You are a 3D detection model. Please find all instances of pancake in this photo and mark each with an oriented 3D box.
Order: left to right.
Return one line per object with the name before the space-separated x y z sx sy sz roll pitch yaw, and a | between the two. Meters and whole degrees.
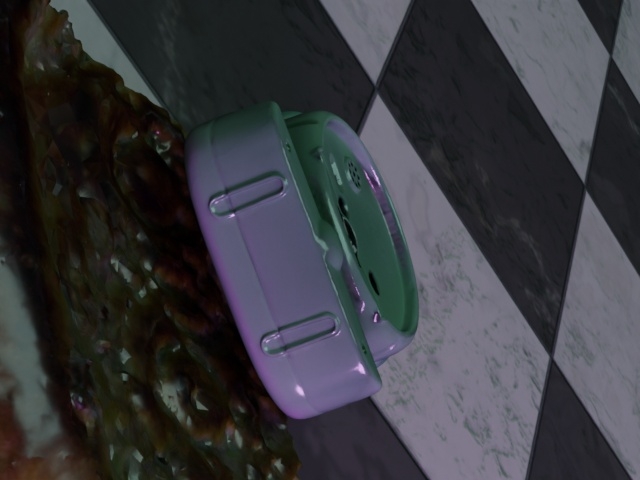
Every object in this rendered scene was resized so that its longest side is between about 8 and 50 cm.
pancake | -0.083 0.054 0.836 0.305 0.067 0.426 25 46 -55

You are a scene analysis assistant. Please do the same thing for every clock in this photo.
clock | 0.000 0.000 0.974 0.211 0.066 0.159 -31 101 -74
